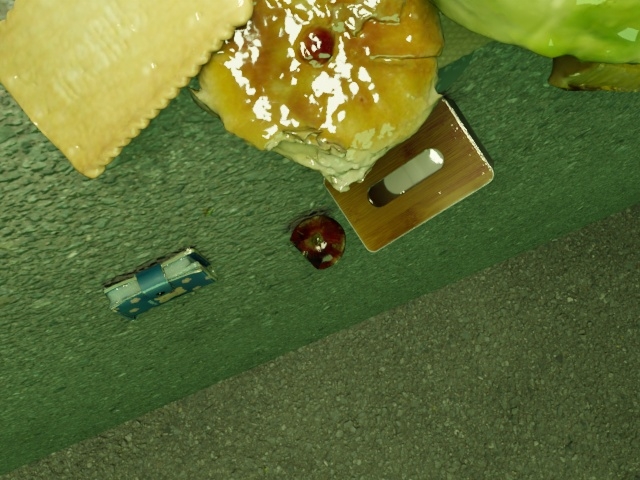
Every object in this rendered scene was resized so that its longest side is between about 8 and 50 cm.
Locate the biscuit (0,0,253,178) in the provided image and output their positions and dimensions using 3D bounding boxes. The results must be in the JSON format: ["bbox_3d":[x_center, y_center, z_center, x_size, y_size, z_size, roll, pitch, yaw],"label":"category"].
[{"bbox_3d":[-0.185,-0.180,0.508,0.249,0.160,0.030,-37,-172,28],"label":"biscuit"}]

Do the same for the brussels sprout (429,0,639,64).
[{"bbox_3d":[0.203,-0.292,0.453,0.344,0.344,0.268,-13,-170,-30],"label":"brussels sprout"}]

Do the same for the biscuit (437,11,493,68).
[{"bbox_3d":[0.236,-0.316,0.675,0.425,0.079,0.144,-23,161,21],"label":"biscuit"}]

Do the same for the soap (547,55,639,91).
[{"bbox_3d":[0.511,-0.357,0.843,0.338,0.169,0.304,-11,156,-38],"label":"soap"}]

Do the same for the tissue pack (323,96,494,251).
[{"bbox_3d":[0.157,-0.116,1.006,0.246,0.159,0.136,-34,-179,22],"label":"tissue pack"}]

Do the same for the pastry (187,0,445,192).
[{"bbox_3d":[0.001,-0.188,0.547,0.236,0.256,0.121,-62,-167,7],"label":"pastry"}]

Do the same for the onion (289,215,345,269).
[{"bbox_3d":[0.000,0.000,1.239,0.118,0.117,0.118,-42,178,-2],"label":"onion"}]

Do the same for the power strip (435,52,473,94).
[{"bbox_3d":[0.131,-0.243,0.867,0.216,0.044,0.137,-31,161,16],"label":"power strip"}]

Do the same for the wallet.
[{"bbox_3d":[-0.321,0.091,1.172,0.202,0.059,0.141,-24,159,-1],"label":"wallet"}]
